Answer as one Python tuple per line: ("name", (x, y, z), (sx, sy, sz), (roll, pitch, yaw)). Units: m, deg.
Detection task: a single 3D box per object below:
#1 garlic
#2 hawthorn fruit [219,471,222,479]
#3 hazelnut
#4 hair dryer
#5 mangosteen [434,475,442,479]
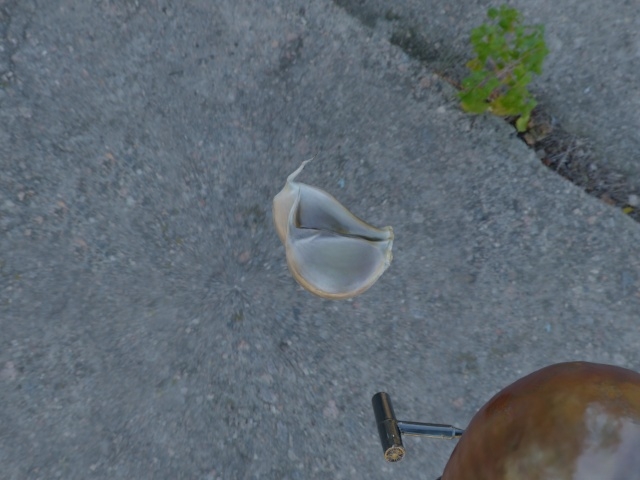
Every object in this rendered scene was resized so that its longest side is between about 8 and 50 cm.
("garlic", (0.000, 0.000, 1.660), (0.340, 0.246, 0.231), (44, 40, -25))
("hawthorn fruit", (-0.248, 0.605, 1.418), (0.149, 0.149, 0.189), (48, 56, -2))
("hazelnut", (0.334, 0.363, 0.857), (0.359, 0.359, 0.409), (15, 120, -6))
("hair dryer", (0.216, 0.391, 1.445), (0.194, 0.173, 0.050), (-2, 119, -7))
("mangosteen", (0.298, 0.524, 1.182), (0.311, 0.311, 0.311), (0, 86, -7))
